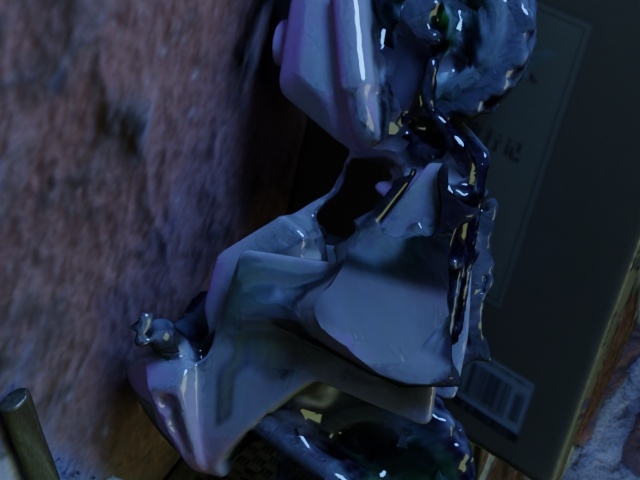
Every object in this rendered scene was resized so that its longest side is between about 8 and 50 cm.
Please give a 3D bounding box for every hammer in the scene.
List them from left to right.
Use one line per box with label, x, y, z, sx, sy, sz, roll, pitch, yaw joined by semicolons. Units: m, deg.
hammer;-0.134;0.129;0.673;0.062;0.017;0.182;-51;155;-34

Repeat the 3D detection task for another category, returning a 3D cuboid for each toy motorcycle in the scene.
toy motorcycle;0.000;0.000;0.675;0.143;0.188;0.327;-18;115;-75

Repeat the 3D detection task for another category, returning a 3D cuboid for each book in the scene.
book;0.083;-0.044;0.722;0.021;0.217;0.310;-21;134;-47

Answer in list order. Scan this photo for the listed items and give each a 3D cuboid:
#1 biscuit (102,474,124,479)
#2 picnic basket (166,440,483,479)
biscuit;-0.156;0.234;0.690;0.131;0.025;0.231;-24;136;-43
picnic basket;-0.009;0.187;0.868;0.266;0.139;0.165;-51;155;-33
